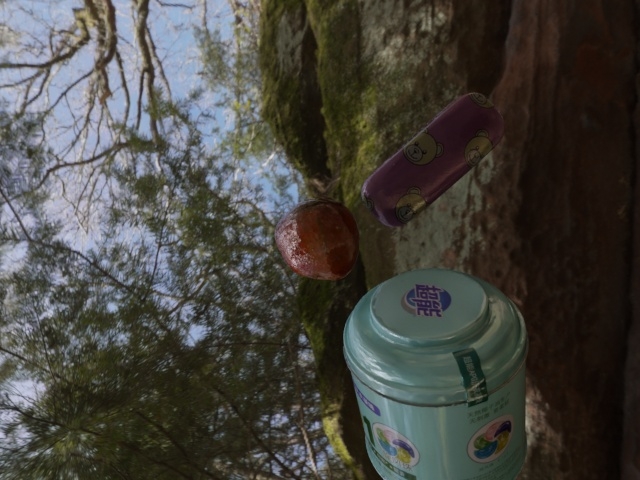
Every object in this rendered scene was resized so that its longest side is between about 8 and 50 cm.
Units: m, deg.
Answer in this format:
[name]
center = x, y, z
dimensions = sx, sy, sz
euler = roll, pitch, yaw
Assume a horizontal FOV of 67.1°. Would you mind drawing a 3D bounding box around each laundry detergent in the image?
[laundry detergent]
center = 0.193, 0.220, 0.807
dimensions = 0.287, 0.287, 0.305
euler = -33, -56, -33

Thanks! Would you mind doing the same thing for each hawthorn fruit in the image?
[hawthorn fruit]
center = 0.000, 0.000, 0.955
dimensions = 0.173, 0.173, 0.172
euler = 10, -114, -24

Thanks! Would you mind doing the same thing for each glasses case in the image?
[glasses case]
center = 0.220, -0.157, 0.949
dimensions = 0.316, 0.076, 0.123
euler = -42, -81, 2
